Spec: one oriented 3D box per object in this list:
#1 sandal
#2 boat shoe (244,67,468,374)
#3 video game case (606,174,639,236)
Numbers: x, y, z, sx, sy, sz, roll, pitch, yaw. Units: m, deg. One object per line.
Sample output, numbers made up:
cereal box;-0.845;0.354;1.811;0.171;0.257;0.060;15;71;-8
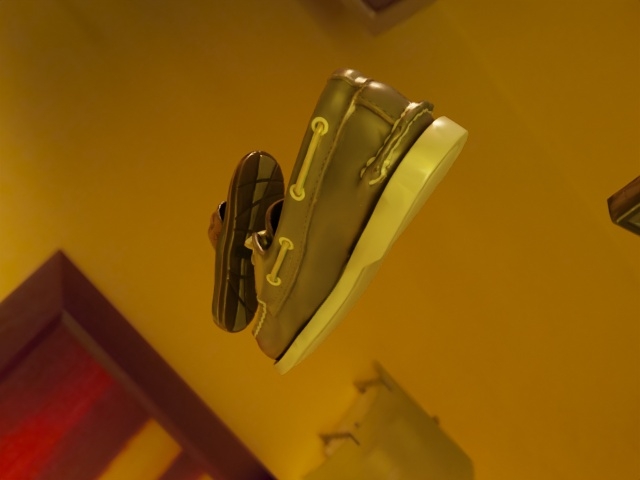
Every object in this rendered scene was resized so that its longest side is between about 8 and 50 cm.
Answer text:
sandal;-0.098;-0.001;1.171;0.060;0.090;0.219;4;-99;36
boat shoe;0.002;-0.003;0.715;0.109;0.091;0.305;-49;173;-37
video game case;0.433;-0.042;0.847;0.248;0.275;0.035;-43;-145;41
